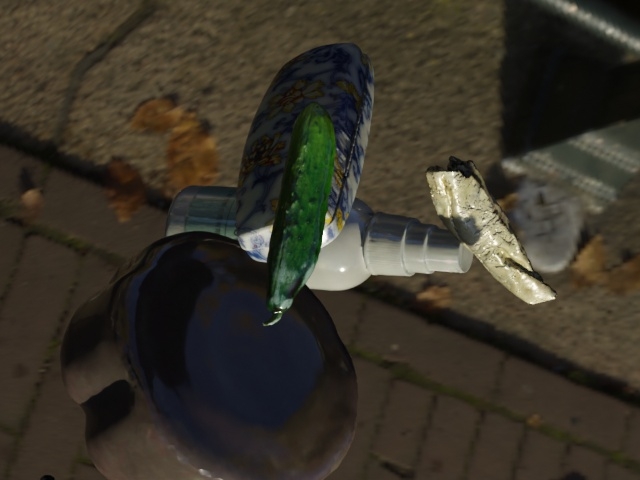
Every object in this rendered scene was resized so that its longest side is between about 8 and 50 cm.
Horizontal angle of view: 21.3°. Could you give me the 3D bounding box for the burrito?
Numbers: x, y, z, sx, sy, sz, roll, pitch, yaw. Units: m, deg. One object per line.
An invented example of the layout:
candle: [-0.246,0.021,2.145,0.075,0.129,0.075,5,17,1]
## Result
burrito: [0.175,-0.013,1.775,0.229,0.058,0.063,46,53,-36]

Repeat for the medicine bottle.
medicine bottle: [0.000,0.000,1.911,0.110,0.351,0.110,4,90,-64]

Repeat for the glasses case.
glasses case: [-0.011,-0.072,1.304,0.248,0.087,0.065,-77,147,-51]

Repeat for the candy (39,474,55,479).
candy: [-0.201,0.352,1.390,0.097,0.097,0.324,-7,90,-25]

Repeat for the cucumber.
cucumber: [-0.014,-0.016,1.148,0.037,0.037,0.155,14,83,-22]

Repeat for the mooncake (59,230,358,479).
mooncake: [-0.091,0.114,1.398,0.245,0.133,0.245,20,57,-34]
